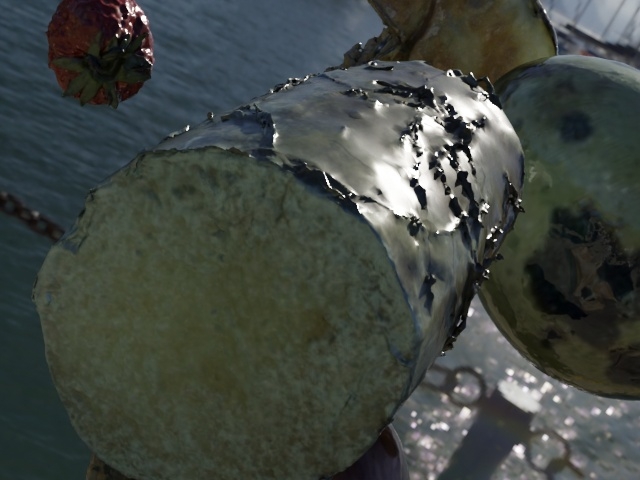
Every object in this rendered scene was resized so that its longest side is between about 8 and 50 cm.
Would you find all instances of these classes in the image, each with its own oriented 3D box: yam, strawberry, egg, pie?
[{"bbox_3d":[0.000,0.000,0.696,0.241,0.241,0.348,32,34,12],"label":"yam"},{"bbox_3d":[-0.250,-0.226,1.104,0.131,0.131,0.148,5,39,-52],"label":"strawberry"},{"bbox_3d":[0.337,-0.018,1.175,0.428,0.345,0.345,64,18,-6],"label":"egg"},{"bbox_3d":[0.148,-0.233,1.305,0.338,0.337,0.075,25,17,-11],"label":"pie"}]

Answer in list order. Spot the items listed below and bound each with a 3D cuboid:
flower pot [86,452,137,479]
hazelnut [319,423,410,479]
[{"bbox_3d":[-0.211,0.370,1.567,0.302,0.301,0.213,12,-4,-42],"label":"flower pot"},{"bbox_3d":[0.008,0.247,0.996,0.214,0.176,0.214,46,14,-15],"label":"hazelnut"}]
